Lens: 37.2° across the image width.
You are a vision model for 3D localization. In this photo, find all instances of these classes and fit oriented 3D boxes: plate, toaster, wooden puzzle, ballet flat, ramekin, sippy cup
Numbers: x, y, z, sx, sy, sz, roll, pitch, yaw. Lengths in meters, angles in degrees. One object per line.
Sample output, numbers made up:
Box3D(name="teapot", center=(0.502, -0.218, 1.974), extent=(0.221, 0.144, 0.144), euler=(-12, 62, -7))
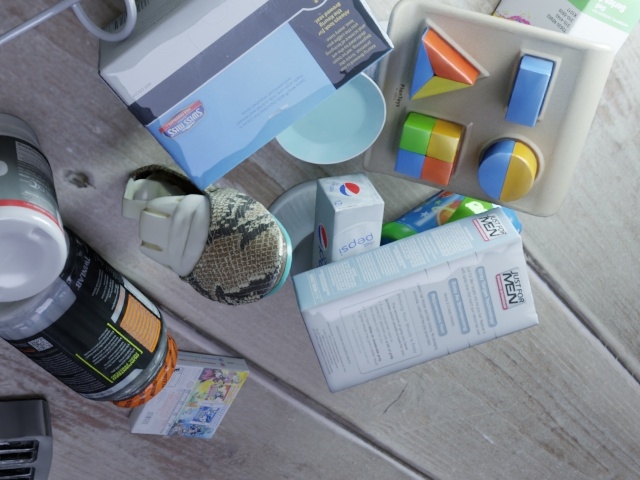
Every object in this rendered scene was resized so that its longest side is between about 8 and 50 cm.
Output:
Box3D(name="plate", center=(0.012, -0.206, 1.537), extent=(0.188, 0.024, 0.188), euler=(-3, 129, -4))
Box3D(name="toaster", center=(-0.599, 0.394, 1.828), extent=(0.185, 0.110, 0.168), euler=(1, 128, -25))
Box3D(name="wooden puzzle", center=(0.255, -0.195, 1.519), extent=(0.348, 0.080, 0.322), euler=(13, 127, 5))
Box3D(name="ballet flat", center=(-0.207, -0.025, 1.424), extent=(0.182, 0.483, 0.164), euler=(16, 98, -25))
Box3D(name="ramekin", center=(0.000, 0.000, 1.771), extent=(0.207, 0.109, 0.207), euler=(-12, 131, -15))
Box3D(name="sippy cup", center=(0.252, 0.005, 1.808), extent=(0.224, 0.305, 0.240), euler=(-41, 114, -18))

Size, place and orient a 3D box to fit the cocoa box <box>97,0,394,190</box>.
Box3D(name="cocoa box", center=(-0.114, -0.287, 1.367), extent=(0.347, 0.231, 0.228), euler=(-36, 118, 6))

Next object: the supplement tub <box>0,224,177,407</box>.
Box3D(name="supplement tub", center=(-0.406, 0.142, 1.638), extent=(0.207, 0.207, 0.338), euler=(-34, 133, 5))

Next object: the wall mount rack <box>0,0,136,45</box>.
Box3D(name="wall mount rack", center=(-0.403, -0.379, 1.209), extent=(0.304, 0.130, 0.350), euler=(-14, 112, 39))

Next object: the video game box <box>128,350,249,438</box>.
Box3D(name="video game box", center=(-0.272, 0.319, 1.957), extent=(0.187, 0.048, 0.205), euler=(14, 121, -30))

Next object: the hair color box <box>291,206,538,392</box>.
Box3D(name="hair color box", center=(0.160, 0.101, 1.603), extent=(0.374, 0.113, 0.185), euler=(-18, 121, 1))

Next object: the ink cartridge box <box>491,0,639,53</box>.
Box3D(name="ink cartridge box", center=(0.384, -0.341, 1.597), extent=(0.117, 0.201, 0.278), euler=(13, 121, -31))

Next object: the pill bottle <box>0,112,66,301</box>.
Box3D(name="pill bottle", center=(-0.469, -0.058, 1.389), extent=(0.161, 0.283, 0.161), euler=(-12, 131, -14))

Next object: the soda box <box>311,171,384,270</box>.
Box3D(name="soda box", center=(0.043, 0.026, 1.671), extent=(0.091, 0.098, 0.286), euler=(-10, 130, -17))

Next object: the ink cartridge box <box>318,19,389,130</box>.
Box3D(name="ink cartridge box", center=(0.086, -0.276, 1.591), extent=(0.218, 0.092, 0.158), euler=(-12, 131, -17))
